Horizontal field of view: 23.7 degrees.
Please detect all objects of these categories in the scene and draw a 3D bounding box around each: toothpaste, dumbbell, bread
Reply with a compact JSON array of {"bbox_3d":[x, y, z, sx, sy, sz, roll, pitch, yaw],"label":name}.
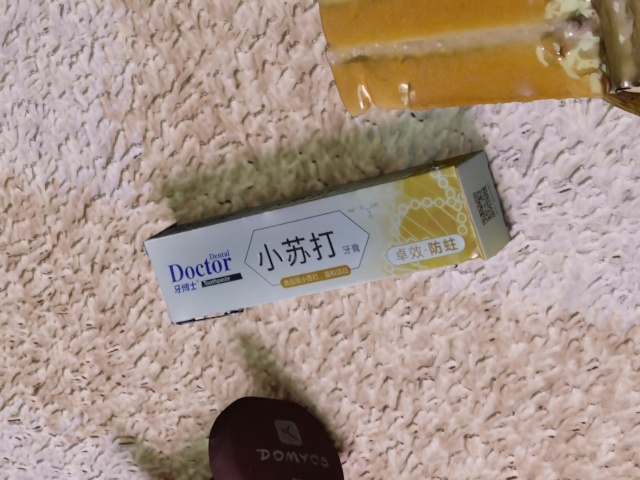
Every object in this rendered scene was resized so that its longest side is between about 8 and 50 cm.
[{"bbox_3d":[0.000,0.000,1.279,0.312,0.071,0.089,-13,102,31],"label":"toothpaste"},{"bbox_3d":[-0.093,0.246,1.393,0.225,0.140,0.124,-40,53,34],"label":"dumbbell"},{"bbox_3d":[0.113,-0.207,1.057,0.246,0.111,0.239,-2,101,43],"label":"bread"}]

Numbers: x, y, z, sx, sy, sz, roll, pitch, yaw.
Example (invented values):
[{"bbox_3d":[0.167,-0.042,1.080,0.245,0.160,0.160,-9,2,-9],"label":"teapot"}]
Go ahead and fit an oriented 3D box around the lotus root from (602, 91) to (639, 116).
[{"bbox_3d":[0.252,-0.123,1.086,0.179,0.080,0.089,26,124,18],"label":"lotus root"}]
